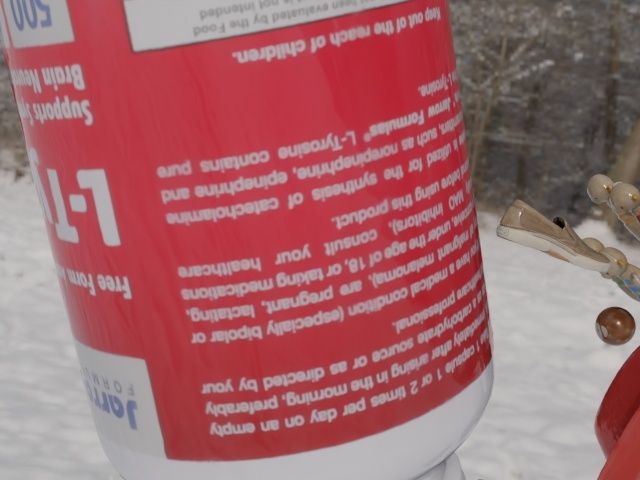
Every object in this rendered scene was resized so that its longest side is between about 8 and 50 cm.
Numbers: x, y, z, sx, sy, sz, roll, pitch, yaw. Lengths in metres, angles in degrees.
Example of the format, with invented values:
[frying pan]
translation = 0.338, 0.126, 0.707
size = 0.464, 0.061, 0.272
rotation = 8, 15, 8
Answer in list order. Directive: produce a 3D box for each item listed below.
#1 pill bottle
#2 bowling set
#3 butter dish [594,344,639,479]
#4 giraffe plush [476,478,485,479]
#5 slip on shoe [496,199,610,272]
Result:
[pill bottle]
translation = -0.028, -0.003, 0.579
size = 0.229, 0.408, 0.229
rotation = -9, 14, 2
[bowling set]
translation = 0.404, 0.029, 1.412
size = 0.154, 0.200, 0.287
rotation = 37, 1, -6
[butter dish]
translation = 0.304, 0.142, 0.925
size = 0.159, 0.160, 0.118
rotation = 13, 25, -27
[giraffe plush]
translation = 0.194, 0.370, 1.107
size = 0.210, 0.170, 0.181
rotation = 26, 29, -25
[slip on shoe]
translation = 0.239, -0.003, 1.073
size = 0.135, 0.041, 0.051
rotation = 19, 3, -19
